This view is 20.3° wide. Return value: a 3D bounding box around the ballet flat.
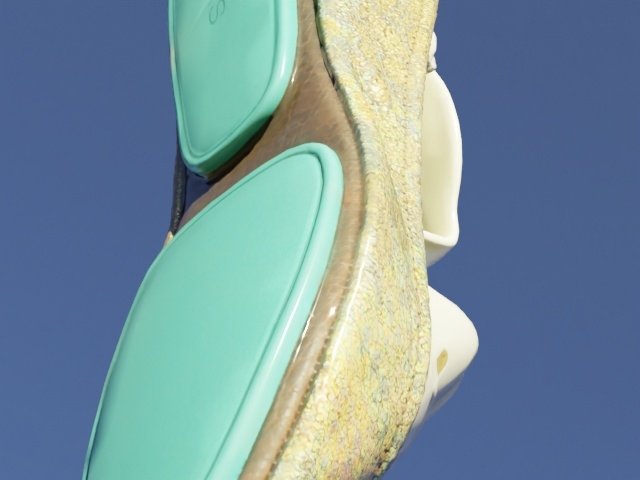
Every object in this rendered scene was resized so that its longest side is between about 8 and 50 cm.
[{"bbox_3d":[0.000,0.000,0.610,0.123,0.348,0.123,1,-45,1],"label":"ballet flat"}]
